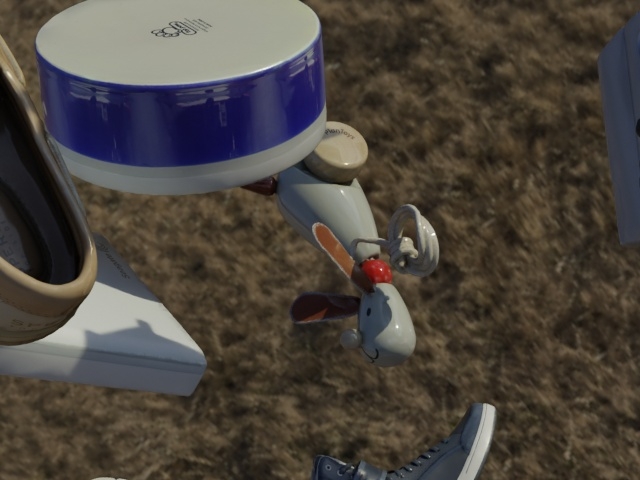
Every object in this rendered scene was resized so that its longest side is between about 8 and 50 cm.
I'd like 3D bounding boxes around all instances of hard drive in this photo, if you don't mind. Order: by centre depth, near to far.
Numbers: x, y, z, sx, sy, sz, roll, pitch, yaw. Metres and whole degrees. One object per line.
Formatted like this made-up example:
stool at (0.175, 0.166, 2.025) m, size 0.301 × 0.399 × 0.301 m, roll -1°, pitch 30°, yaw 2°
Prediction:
hard drive at (-0.286, 0.029, 0.831) m, size 0.233 × 0.353 × 0.047 m, roll 42°, pitch 107°, yaw 41°

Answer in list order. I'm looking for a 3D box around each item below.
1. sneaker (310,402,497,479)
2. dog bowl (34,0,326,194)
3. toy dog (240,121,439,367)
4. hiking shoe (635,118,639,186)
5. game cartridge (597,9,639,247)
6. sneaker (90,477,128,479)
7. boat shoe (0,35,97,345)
sneaker at (0.082, 0.243, 1.100) m, size 0.163 × 0.086 × 0.226 m, roll 28°, pitch 67°, yaw 11°
dog bowl at (-0.127, -0.151, 0.958) m, size 0.265 × 0.104 × 0.265 m, roll -1°, pitch 32°, yaw 1°
toy dog at (0.000, 0.000, 1.292) m, size 0.161 × 0.220 × 0.333 m, roll -7°, pitch 37°, yaw -20°
hiking shoe at (0.264, -0.087, 0.586) m, size 0.113 × 0.304 × 0.132 m, roll -27°, pitch 32°, yaw -23°
game cartridge at (0.308, -0.107, 0.776) m, size 0.062 × 0.198 × 0.297 m, roll -8°, pitch -5°, yaw -17°
sneaker at (-0.178, 0.291, 1.037) m, size 0.065 × 0.158 × 0.061 m, roll -36°, pitch 29°, yaw 57°
boat shoe at (-0.232, -0.102, 0.592) m, size 0.122 × 0.341 × 0.110 m, roll -36°, pitch 2°, yaw -31°
